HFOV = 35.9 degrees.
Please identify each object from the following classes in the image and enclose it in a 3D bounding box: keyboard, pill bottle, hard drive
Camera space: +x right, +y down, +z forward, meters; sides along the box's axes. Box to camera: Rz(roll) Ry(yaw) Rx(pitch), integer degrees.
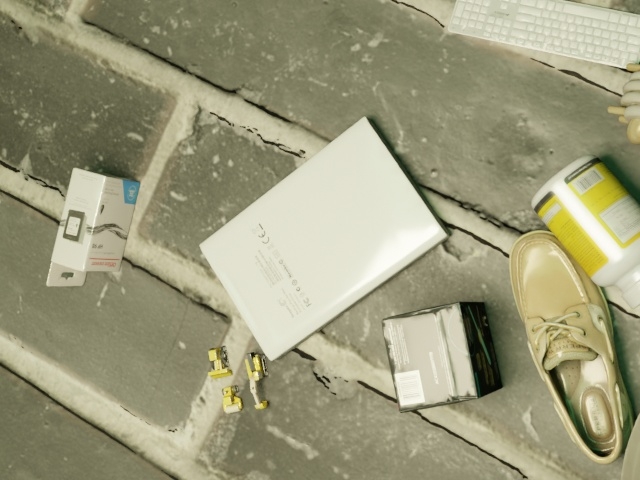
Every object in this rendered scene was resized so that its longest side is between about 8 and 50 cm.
[{"bbox_3d":[0.298,-0.284,1.303,0.256,0.014,0.072,17,93,20],"label":"keyboard"},{"bbox_3d":[0.355,-0.009,1.221,0.103,0.103,0.184,-40,75,14],"label":"pill bottle"},{"bbox_3d":[0.000,0.000,1.384,0.307,0.040,0.203,-37,76,15],"label":"hard drive"}]

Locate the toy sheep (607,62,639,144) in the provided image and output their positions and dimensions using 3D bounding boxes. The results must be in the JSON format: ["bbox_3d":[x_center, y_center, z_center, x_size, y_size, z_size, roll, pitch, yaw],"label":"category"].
[{"bbox_3d":[0.413,-0.180,1.220,0.091,0.091,0.132,21,90,20],"label":"toy sheep"}]

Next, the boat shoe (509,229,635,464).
[{"bbox_3d":[0.312,0.128,1.233,0.109,0.098,0.302,-19,81,18],"label":"boat shoe"}]

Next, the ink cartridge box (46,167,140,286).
[{"bbox_3d":[-0.338,-0.011,1.475,0.060,0.104,0.180,15,93,19],"label":"ink cartridge box"}]

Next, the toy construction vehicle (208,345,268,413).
[{"bbox_3d":[-0.121,0.198,1.422,0.086,0.035,0.098,-11,84,19],"label":"toy construction vehicle"}]

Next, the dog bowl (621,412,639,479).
[{"bbox_3d":[0.484,0.221,1.053,0.102,0.349,0.349,35,101,-12],"label":"dog bowl"}]

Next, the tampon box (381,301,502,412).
[{"bbox_3d":[0.157,0.145,1.256,0.101,0.161,0.120,-13,82,19],"label":"tampon box"}]
